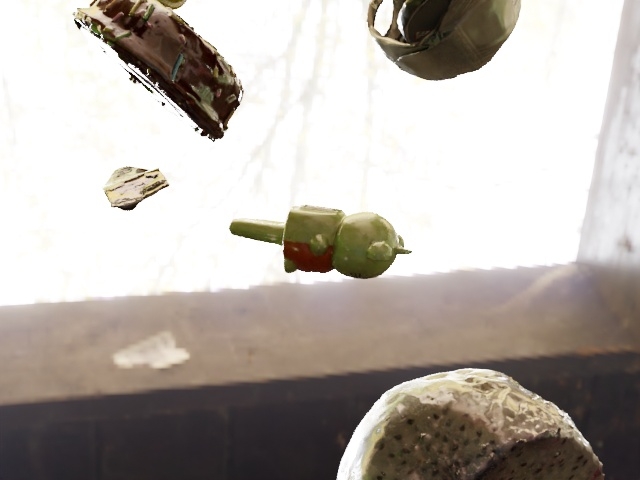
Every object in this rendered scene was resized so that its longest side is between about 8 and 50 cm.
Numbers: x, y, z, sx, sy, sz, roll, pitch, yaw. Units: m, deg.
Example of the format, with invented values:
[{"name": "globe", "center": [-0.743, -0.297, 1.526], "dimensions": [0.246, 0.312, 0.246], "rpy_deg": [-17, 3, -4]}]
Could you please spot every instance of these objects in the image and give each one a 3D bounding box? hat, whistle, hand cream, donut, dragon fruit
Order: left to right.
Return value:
[{"name": "hand cream", "center": [-0.190, -0.055, 1.394], "dimensions": [0.062, 0.039, 0.163], "rpy_deg": [-19, -171, -10]}, {"name": "donut", "center": [-0.187, -0.218, 1.651], "dimensions": [0.089, 0.235, 0.235], "rpy_deg": [-51, -132, -4]}, {"name": "whistle", "center": [0.000, 0.000, 2.114], "dimensions": [0.288, 0.106, 0.131], "rpy_deg": [7, -169, 14]}, {"name": "dragon fruit", "center": [0.114, 0.231, 1.384], "dimensions": [0.283, 0.221, 0.204], "rpy_deg": [-40, -130, -10]}, {"name": "hat", "center": [0.162, -0.298, 1.552], "dimensions": [0.161, 0.275, 0.232], "rpy_deg": [16, -124, -13]}]

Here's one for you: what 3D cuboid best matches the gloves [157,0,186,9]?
[{"name": "gloves", "center": [-0.100, -0.396, 1.885], "dimensions": [0.294, 0.116, 0.133], "rpy_deg": [-7, -137, 29]}]
